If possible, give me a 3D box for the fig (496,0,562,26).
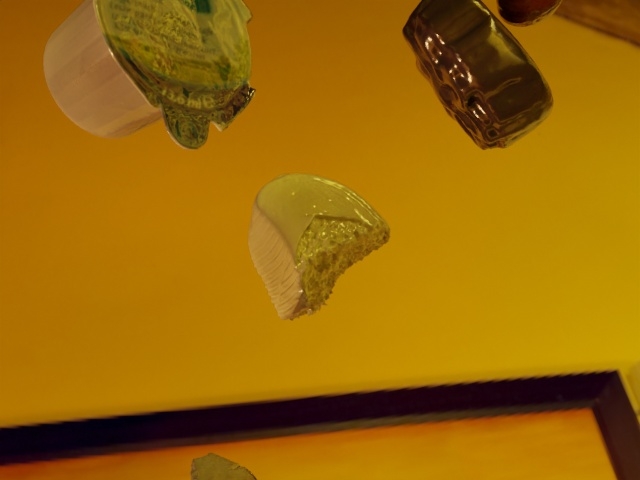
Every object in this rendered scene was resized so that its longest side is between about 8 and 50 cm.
[{"bbox_3d":[0.357,-0.421,1.479,0.150,0.128,0.128,-18,-43,-10],"label":"fig"}]

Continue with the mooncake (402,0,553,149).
[{"bbox_3d":[0.246,-0.276,1.447,0.141,0.283,0.283,-39,-48,5],"label":"mooncake"}]

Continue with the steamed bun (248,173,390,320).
[{"bbox_3d":[0.000,0.000,1.881,0.272,0.274,0.290,-22,-19,-26],"label":"steamed bun"}]

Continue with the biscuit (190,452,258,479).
[{"bbox_3d":[-0.153,0.458,1.541,0.141,0.290,0.038,10,-69,-14],"label":"biscuit"}]

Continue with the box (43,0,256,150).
[{"bbox_3d":[-0.240,-0.229,1.201,0.262,0.291,0.206,3,-16,-45],"label":"box"}]
